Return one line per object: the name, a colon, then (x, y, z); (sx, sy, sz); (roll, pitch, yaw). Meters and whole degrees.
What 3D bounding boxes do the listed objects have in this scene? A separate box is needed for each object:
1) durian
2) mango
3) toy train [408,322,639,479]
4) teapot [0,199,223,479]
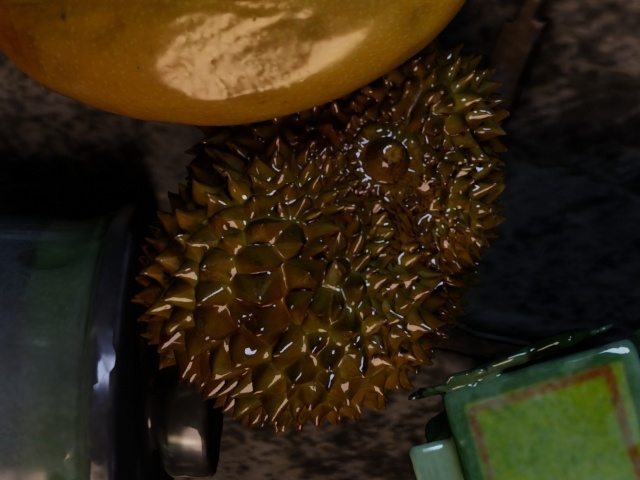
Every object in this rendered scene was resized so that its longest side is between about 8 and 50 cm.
durian: (0.000, 0.000, 0.711); (0.137, 0.158, 0.168); (49, 152, 11)
mango: (-0.036, -0.086, 0.648); (0.190, 0.098, 0.075); (2, 156, 20)
toy train: (0.139, 0.101, 0.757); (0.188, 0.159, 0.271); (-16, 175, 2)
teapot: (-0.213, 0.073, 0.768); (0.337, 0.200, 0.270); (0, -179, 3)
